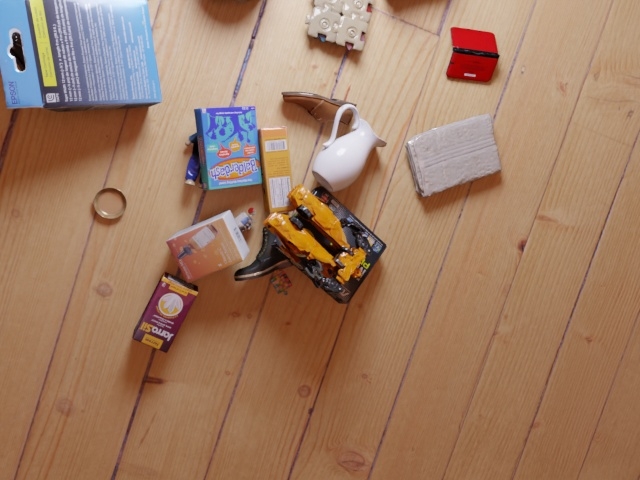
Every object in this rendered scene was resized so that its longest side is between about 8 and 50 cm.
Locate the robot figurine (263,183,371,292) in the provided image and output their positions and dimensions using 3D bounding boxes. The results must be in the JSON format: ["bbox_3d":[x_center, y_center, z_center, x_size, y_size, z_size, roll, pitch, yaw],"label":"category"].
[{"bbox_3d":[0.000,0.000,1.513,0.291,0.085,0.211,45,70,-13],"label":"robot figurine"}]

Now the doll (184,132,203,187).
[{"bbox_3d":[-0.303,-0.233,1.528,0.129,0.046,0.188,15,89,-15],"label":"doll"}]

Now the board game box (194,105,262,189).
[{"bbox_3d":[-0.242,-0.246,1.509,0.160,0.047,0.210,-12,104,-34],"label":"board game box"}]

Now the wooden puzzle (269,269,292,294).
[{"bbox_3d":[-0.114,0.121,1.642,0.049,0.006,0.083,-33,104,-7],"label":"wooden puzzle"}]

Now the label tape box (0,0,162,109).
[{"bbox_3d":[-0.574,-0.437,1.346,0.348,0.115,0.248,-12,102,-32],"label":"label tape box"}]

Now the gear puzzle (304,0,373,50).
[{"bbox_3d":[0.067,-0.698,1.553,0.176,0.044,0.338,12,92,-13],"label":"gear puzzle"}]

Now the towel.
[{"bbox_3d":[0.396,-0.251,1.686,0.283,0.049,0.187,-18,103,-11],"label":"towel"}]

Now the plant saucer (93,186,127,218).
[{"bbox_3d":[-0.555,-0.099,1.505,0.084,0.015,0.083,-2,99,-12],"label":"plant saucer"}]

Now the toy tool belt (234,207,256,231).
[{"bbox_3d":[-0.208,-0.051,1.580,0.083,0.052,0.051,-37,135,-2],"label":"toy tool belt"}]

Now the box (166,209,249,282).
[{"bbox_3d":[-0.298,0.016,1.518,0.171,0.091,0.130,-23,103,9],"label":"box"}]

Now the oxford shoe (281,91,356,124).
[{"bbox_3d":[-0.008,-0.364,1.566,0.213,0.076,0.075,11,105,-14],"label":"oxford shoe"}]

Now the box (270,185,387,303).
[{"bbox_3d":[0.028,0.014,1.603,0.270,0.060,0.216,42,70,-15],"label":"box"}]

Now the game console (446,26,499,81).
[{"bbox_3d":[0.440,-0.545,1.670,0.144,0.085,0.124,3,128,-13],"label":"game console"}]

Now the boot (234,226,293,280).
[{"bbox_3d":[-0.164,0.026,1.591,0.198,0.077,0.136,-21,98,-23],"label":"boot"}]

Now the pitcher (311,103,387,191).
[{"bbox_3d":[0.060,-0.252,1.564,0.207,0.125,0.177,-47,119,-9],"label":"pitcher"}]

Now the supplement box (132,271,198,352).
[{"bbox_3d":[-0.420,0.194,1.544,0.104,0.081,0.188,27,92,-15],"label":"supplement box"}]

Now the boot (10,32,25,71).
[{"bbox_3d":[-0.657,-0.496,1.391,0.263,0.091,0.229,40,82,-20],"label":"boot"}]

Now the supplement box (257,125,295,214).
[{"bbox_3d":[-0.123,-0.192,1.560,0.080,0.078,0.233,-6,100,-15],"label":"supplement box"}]
